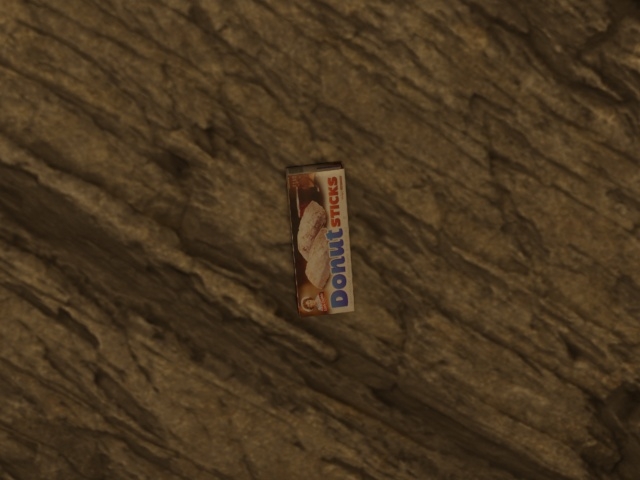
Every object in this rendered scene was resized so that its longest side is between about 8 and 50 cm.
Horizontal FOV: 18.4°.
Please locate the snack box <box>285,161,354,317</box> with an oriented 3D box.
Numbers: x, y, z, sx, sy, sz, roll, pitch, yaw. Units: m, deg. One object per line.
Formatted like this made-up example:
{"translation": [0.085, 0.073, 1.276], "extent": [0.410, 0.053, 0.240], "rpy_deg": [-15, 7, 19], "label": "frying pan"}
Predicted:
{"translation": [0.000, 0.000, 2.179], "extent": [0.064, 0.022, 0.178], "rpy_deg": [-7, 117, -5], "label": "snack box"}
